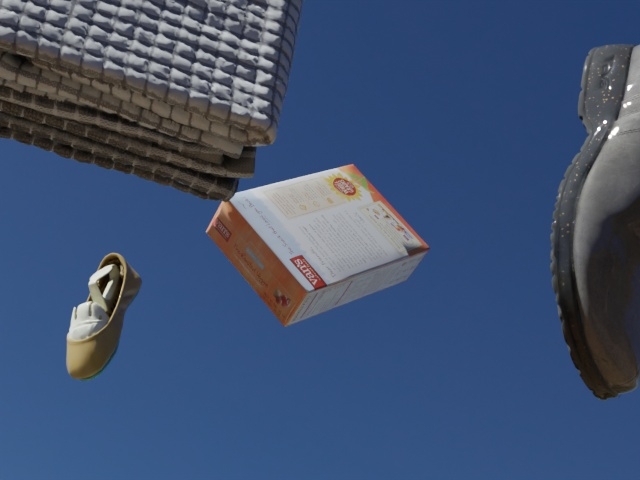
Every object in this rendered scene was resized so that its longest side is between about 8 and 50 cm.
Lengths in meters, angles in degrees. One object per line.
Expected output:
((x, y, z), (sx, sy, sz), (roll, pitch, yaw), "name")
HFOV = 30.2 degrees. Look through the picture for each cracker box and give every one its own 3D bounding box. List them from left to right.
((0.000, 0.000, 1.414), (0.156, 0.232, 0.067), (49, -52, 21), "cracker box")

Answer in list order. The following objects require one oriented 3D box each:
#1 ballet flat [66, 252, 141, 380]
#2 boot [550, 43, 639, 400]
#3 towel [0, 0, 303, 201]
((-0.309, 0.099, 1.635), (0.080, 0.232, 0.073), (-14, -61, 15), "ballet flat")
((0.309, -0.041, 0.923), (0.222, 0.338, 0.118), (-5, -30, 32), "boot")
((-0.165, -0.172, 1.006), (0.283, 0.235, 0.121), (17, -43, -13), "towel")
